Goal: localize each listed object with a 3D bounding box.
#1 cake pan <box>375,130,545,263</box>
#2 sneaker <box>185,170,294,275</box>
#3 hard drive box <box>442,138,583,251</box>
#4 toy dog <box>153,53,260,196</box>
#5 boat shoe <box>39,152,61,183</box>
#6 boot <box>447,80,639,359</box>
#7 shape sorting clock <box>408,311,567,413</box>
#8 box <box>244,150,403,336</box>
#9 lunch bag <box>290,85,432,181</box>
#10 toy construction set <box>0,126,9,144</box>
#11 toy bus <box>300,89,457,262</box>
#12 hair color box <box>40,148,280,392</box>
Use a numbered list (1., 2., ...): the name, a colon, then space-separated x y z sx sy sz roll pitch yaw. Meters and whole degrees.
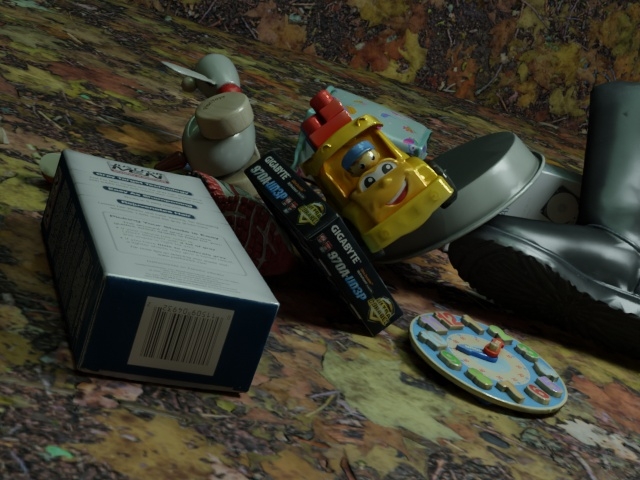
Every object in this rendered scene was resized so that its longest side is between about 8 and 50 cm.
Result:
1. cake pan: 0.182 -0.069 1.546 0.054 0.293 0.293 58 11 -13
2. sneaker: -0.097 -0.025 1.393 0.093 0.088 0.225 13 20 -43
3. hard drive box: 0.333 -0.042 1.762 0.232 0.181 0.089 16 18 -9
4. toy dog: -0.185 -0.176 1.649 0.161 0.220 0.333 -15 14 -4
5. boat shoe: -0.301 -0.073 1.389 0.137 0.049 0.043 21 -23 7
6. boot: 0.409 -0.081 1.609 0.367 0.146 0.445 27 59 -8
7. shape sorting clock: 0.203 0.142 1.284 0.206 0.040 0.206 18 17 -6
8. box: 0.000 0.000 1.320 0.175 0.051 0.220 56 -5 -33
9. lunch bag: 0.083 -0.177 1.943 0.223 0.160 0.262 20 23 5
10. toy construction set: -0.518 -0.216 1.355 0.309 0.257 0.237 44 8 7
11. toy bus: 0.051 -0.096 1.363 0.211 0.149 0.220 55 -4 -9
12. hair color box: -0.182 0.021 1.120 0.174 0.105 0.347 12 19 -24
